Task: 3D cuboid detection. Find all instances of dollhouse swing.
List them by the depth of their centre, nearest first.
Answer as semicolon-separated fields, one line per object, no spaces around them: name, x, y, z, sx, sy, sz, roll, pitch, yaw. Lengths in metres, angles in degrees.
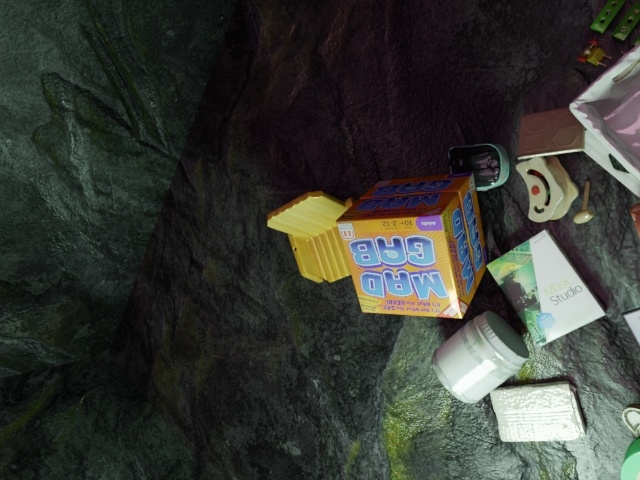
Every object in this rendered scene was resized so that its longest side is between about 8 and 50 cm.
dollhouse swing;0.000;0.000;1.984;0.347;0.305;0.315;-25;78;31

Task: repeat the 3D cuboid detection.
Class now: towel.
towel;0.730;0.580;1.662;0.282;0.049;0.187;-17;81;34

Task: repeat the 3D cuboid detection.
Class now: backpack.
backpack;0.554;-0.253;1.694;0.188;0.144;0.165;-3;90;48

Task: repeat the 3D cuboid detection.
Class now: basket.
basket;0.917;-0.337;1.296;0.328;0.266;0.331;-44;67;27

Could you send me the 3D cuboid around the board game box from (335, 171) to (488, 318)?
board game box;0.326;0.008;1.663;0.356;0.356;0.356;-2;116;34

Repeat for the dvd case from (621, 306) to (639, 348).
dvd case;1.014;0.242;1.367;0.253;0.022;0.180;-31;75;31

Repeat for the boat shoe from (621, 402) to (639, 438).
boat shoe;1.041;0.564;1.419;0.307;0.104;0.110;30;128;27

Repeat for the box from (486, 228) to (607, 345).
box;0.742;0.156;1.633;0.232;0.058;0.322;-39;70;28

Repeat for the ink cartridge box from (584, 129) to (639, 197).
ink cartridge box;0.971;-0.296;1.460;0.261;0.066;0.296;-50;65;25

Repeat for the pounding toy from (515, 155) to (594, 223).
pounding toy;0.765;-0.153;1.602;0.269;0.155;0.154;69;151;23

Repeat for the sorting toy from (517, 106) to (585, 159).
sorting toy;0.742;-0.344;1.576;0.193;0.038;0.208;-3;54;34

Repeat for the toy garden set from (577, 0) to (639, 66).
toy garden set;0.936;-0.597;1.487;0.244;0.049;0.203;41;111;25

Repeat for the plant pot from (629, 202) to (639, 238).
plant pot;1.015;-0.049;1.319;0.265;0.272;0.272;-25;78;35

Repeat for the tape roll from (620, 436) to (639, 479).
tape roll;1.029;0.690;1.369;0.321;0.077;0.321;22;128;32

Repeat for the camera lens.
camera lens;0.538;0.402;1.681;0.274;0.219;0.219;-50;66;25
